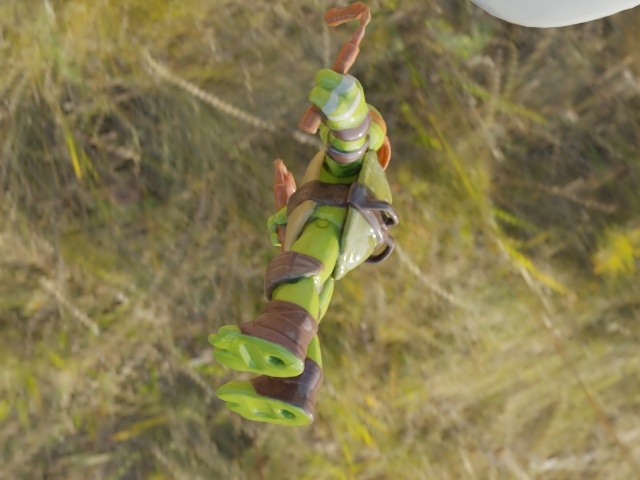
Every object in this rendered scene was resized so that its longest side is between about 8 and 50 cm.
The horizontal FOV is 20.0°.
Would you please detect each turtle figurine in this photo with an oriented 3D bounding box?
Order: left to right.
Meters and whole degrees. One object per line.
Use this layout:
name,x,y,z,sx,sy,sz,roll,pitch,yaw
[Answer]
turtle figurine,0.000,0.000,1.096,0.087,0.217,0.269,20,153,-2

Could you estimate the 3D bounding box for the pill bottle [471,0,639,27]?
pill bottle,-0.033,-0.217,0.388,0.361,0.204,0.204,35,110,-26
